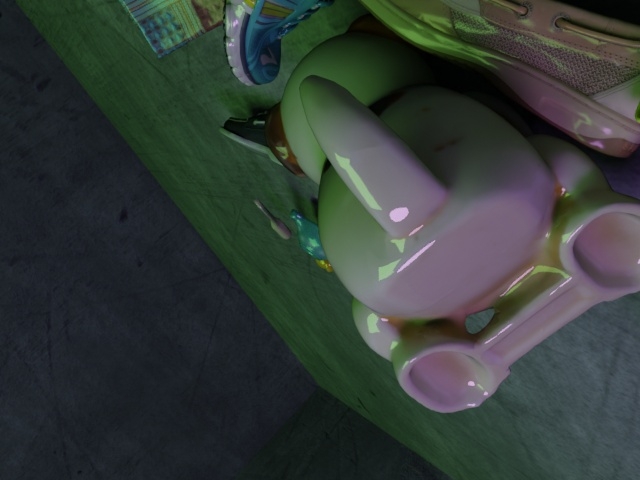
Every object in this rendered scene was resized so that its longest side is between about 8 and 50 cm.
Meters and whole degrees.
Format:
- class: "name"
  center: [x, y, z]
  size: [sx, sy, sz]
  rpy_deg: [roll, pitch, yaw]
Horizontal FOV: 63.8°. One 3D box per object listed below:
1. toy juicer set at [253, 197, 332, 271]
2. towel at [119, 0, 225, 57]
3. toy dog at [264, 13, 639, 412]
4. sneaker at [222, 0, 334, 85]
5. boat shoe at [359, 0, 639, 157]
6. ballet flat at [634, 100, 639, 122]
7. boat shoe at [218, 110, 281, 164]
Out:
- class: "toy juicer set"
  center: [0.000, 0.000, 1.242]
  size: [0.329, 0.089, 0.209]
  rpy_deg: [36, 172, 7]
- class: "towel"
  center: [-0.223, -0.454, 0.661]
  size: [0.272, 0.040, 0.370]
  rpy_deg: [-16, 123, 26]
- class: "toy dog"
  center: [0.076, -0.071, 0.568]
  size: [0.396, 0.284, 0.407]
  rpy_deg: [21, -151, -35]
- class: "sneaker"
  center: [-0.040, -0.246, 0.513]
  size: [0.110, 0.106, 0.275]
  rpy_deg: [8, 161, -8]
- class: "boat shoe"
  center: [0.163, -0.212, 0.473]
  size: [0.341, 0.122, 0.110]
  rpy_deg: [40, 124, 19]
- class: "ballet flat"
  center: [0.246, -0.171, 0.314]
  size: [0.077, 0.077, 0.230]
  rpy_deg: [2, 125, 15]
- class: "boat shoe"
  center: [-0.088, -0.203, 1.014]
  size: [0.303, 0.091, 0.114]
  rpy_deg: [29, -173, 36]
